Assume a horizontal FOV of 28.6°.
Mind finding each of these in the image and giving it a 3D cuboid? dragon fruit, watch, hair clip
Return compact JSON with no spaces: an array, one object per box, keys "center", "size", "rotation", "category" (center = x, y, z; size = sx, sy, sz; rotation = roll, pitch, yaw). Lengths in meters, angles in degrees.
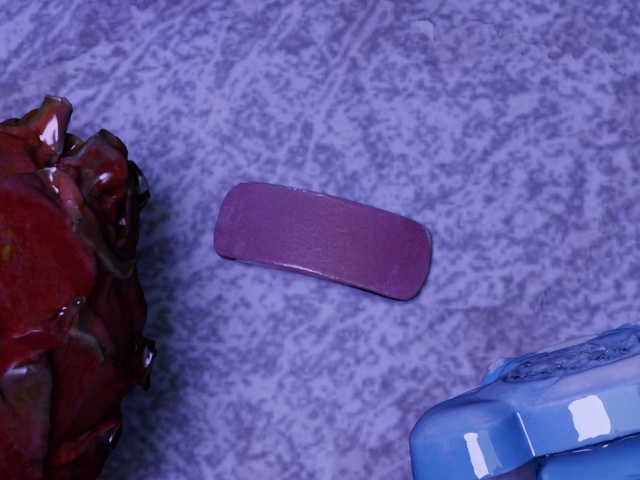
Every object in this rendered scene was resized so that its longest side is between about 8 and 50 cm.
[{"center":[-0.211,0.049,0.676],"size":[0.244,0.244,0.299],"rotation":[36,58,13],"category":"dragon fruit"},{"center":[0.165,0.148,0.650],"size":[0.211,0.211,0.193],"rotation":[-16,88,0],"category":"watch"},{"center":[0.000,-0.001,0.777],"size":[0.137,0.022,0.054],"rotation":[14,73,8],"category":"hair clip"}]
